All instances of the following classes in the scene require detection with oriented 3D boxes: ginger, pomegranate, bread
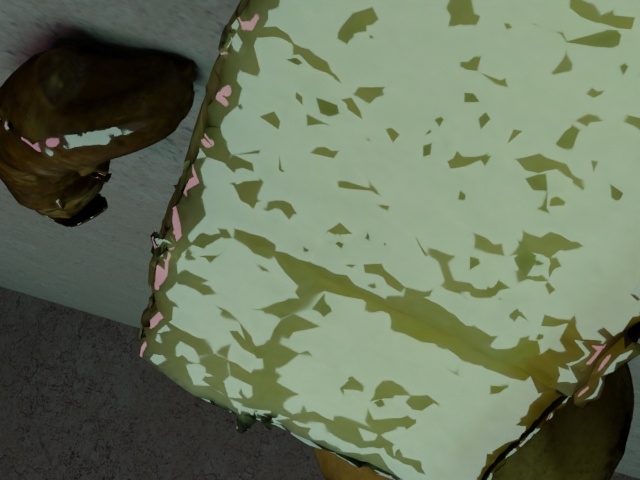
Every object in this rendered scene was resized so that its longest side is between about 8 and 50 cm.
[{"bbox_3d":[-0.209,-0.087,0.803,0.133,0.107,0.309,38,159,-12],"label":"ginger"},{"bbox_3d":[0.122,0.136,0.850,0.281,0.281,0.281,19,167,5],"label":"pomegranate"},{"bbox_3d":[0.048,-0.007,0.420,0.248,0.279,0.315,26,179,6],"label":"bread"}]
